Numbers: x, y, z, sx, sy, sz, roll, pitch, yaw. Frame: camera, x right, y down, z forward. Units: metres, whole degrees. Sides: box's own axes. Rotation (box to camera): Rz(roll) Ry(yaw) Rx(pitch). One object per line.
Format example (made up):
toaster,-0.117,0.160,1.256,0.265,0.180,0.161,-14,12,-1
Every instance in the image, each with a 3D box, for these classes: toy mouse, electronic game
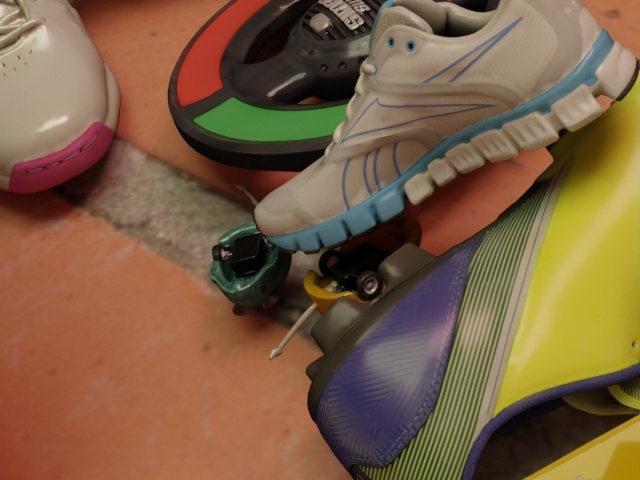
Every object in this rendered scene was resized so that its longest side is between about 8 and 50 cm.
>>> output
toy mouse,0.000,0.000,0.666,0.161,0.031,0.143,-38,33,-23
electronic game,0.024,-0.112,0.734,0.229,0.048,0.229,-15,36,11

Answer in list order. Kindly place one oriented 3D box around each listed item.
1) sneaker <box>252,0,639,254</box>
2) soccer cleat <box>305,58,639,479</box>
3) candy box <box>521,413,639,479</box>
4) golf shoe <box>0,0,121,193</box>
sneaker,0.037,-0.062,0.588,0.190,0.083,0.071,-29,15,28
soccer cleat,0.124,0.015,0.586,0.289,0.093,0.121,-38,70,-19
candy box,0.038,0.128,0.486,0.206,0.105,0.027,-28,71,-5
golf shoe,-0.211,-0.149,0.816,0.115,0.140,0.306,-27,46,-7
